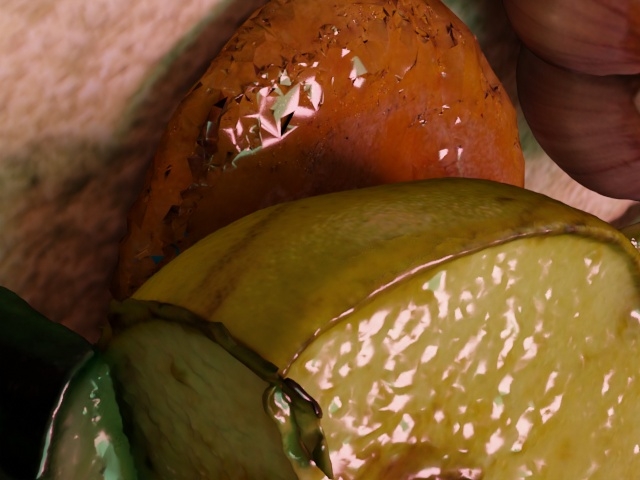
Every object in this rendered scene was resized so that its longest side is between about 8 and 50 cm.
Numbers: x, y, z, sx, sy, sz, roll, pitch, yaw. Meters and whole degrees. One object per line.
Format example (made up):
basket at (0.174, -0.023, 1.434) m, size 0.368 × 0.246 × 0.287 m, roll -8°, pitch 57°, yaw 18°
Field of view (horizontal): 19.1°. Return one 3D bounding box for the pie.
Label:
pie at (0.001, 0.000, 0.933) m, size 0.273 × 0.069 × 0.273 m, roll -21°, pitch 125°, yaw -33°

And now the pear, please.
pear at (0.042, 0.054, 0.841) m, size 0.255 × 0.164 × 0.238 m, roll -37°, pitch 127°, yaw -26°

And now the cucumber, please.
cucumber at (-0.128, 0.088, 0.813) m, size 0.062 × 0.115 × 0.116 m, roll -33°, pitch 127°, yaw -31°

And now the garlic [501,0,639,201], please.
garlic at (0.175, -0.095, 1.002) m, size 0.191 × 0.214 × 0.160 m, roll -82°, pitch -161°, yaw -61°

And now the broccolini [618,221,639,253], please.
broccolini at (0.166, 0.086, 1.172) m, size 0.271 × 0.062 × 0.123 m, roll -47°, pitch 131°, yaw -17°
